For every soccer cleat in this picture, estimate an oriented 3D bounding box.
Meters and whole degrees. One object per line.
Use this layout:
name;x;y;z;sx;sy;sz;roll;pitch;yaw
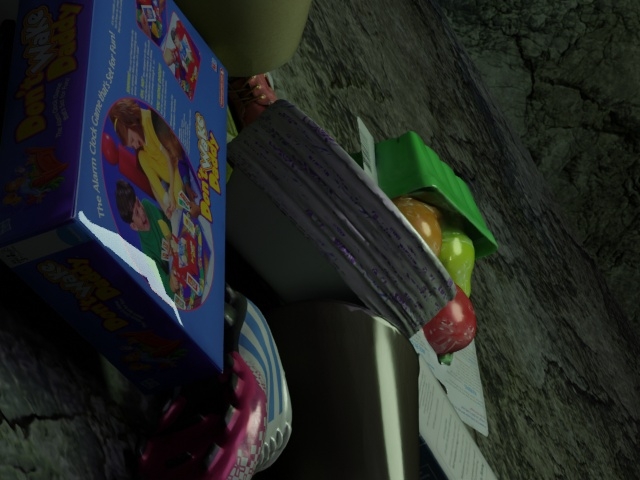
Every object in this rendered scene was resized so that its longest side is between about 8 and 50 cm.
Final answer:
soccer cleat;-0.073;0.163;1.516;0.143;0.116;0.331;55;17;-24

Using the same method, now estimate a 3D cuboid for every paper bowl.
paper bowl;0.000;0.000;1.848;0.284;0.148;0.284;46;-3;4

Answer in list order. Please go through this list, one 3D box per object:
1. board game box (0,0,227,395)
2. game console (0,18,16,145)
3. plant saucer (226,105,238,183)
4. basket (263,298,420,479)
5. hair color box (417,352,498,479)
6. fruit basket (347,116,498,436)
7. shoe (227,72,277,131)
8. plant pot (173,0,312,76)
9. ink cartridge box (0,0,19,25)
board game box;-0.168;-0.078;1.482;0.233;0.078;0.347;52;28;-45
game console;-0.242;-0.102;1.464;0.144;0.085;0.124;-85;-177;-63
plant saucer;-0.155;-0.173;1.928;0.188;0.045;0.188;31;35;-61
basket;0.022;0.200;1.702;0.204;0.154;0.227;40;30;-36
hair color box;0.148;0.319;1.965;0.347;0.105;0.174;58;17;-13
fruit basket;0.123;0.054;2.305;0.327;0.165;0.353;38;45;-54
shoe;-0.088;-0.173;2.111;0.081;0.063;0.178;47;17;-39
plant pot;-0.101;-0.337;2.016;0.256;0.256;0.274;-97;180;-51
ink cartridge box;-0.243;-0.212;1.661;0.134;0.078;0.231;40;28;-53
